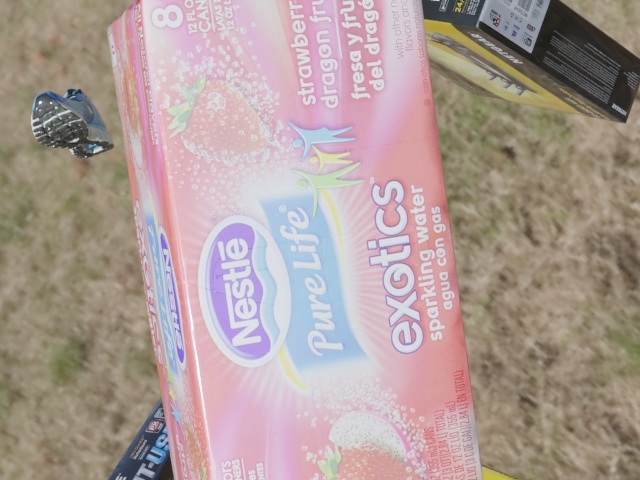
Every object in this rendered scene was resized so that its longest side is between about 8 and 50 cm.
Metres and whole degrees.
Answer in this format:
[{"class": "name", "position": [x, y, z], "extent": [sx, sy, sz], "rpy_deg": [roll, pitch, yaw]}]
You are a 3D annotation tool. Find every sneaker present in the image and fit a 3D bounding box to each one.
[{"class": "sneaker", "position": [-0.310, -0.152, 1.484], "extent": [0.063, 0.162, 0.073], "rpy_deg": [-20, 75, 8]}]

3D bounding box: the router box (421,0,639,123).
[{"class": "router box", "position": [0.189, -0.236, 1.399], "extent": [0.243, 0.308, 0.081], "rpy_deg": [20, 89, 46]}]

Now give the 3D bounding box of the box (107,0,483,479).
[{"class": "box", "position": [-0.017, 0.016, 0.657], "extent": [0.154, 0.142, 0.300], "rpy_deg": [-169, 70, -73]}]

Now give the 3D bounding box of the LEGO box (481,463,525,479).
[{"class": "LEGO box", "position": [0.222, 0.435, 1.000], "extent": [0.500, 0.193, 0.372], "rpy_deg": [16, 55, 30]}]

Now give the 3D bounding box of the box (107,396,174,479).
[{"class": "box", "position": [-0.167, 0.353, 1.490], "extent": [0.073, 0.293, 0.296], "rpy_deg": [2, 39, 23]}]
